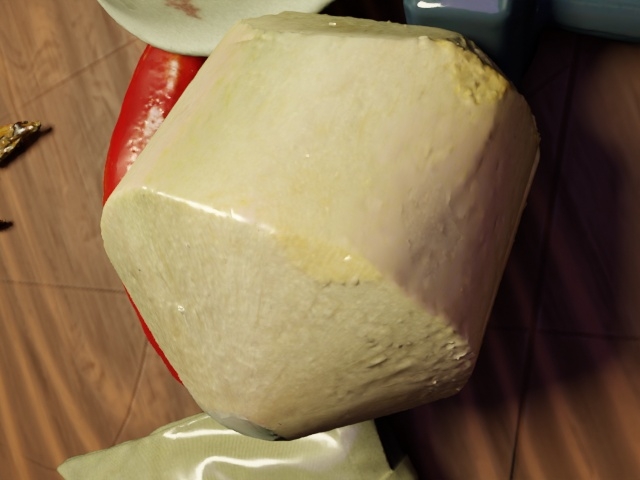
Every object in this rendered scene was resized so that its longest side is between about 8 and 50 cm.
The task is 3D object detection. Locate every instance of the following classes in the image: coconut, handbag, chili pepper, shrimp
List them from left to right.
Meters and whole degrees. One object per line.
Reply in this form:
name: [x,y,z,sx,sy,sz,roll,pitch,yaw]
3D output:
shrimp: [-0.292,-0.062,0.712,0.127,0.025,0.091,-30,81,21]
chili pepper: [-0.101,-0.022,0.616,0.136,0.092,0.369,-11,90,4]
handbag: [-0.026,0.268,0.567,0.253,0.109,0.316,-22,85,9]
coconut: [0.000,0.000,0.472,0.239,0.239,0.244,17,63,18]

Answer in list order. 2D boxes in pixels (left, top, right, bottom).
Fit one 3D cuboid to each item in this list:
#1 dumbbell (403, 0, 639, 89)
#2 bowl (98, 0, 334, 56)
dumbbell: [0.213,-0.144,0.474,0.316,0.156,0.144,12,64,18]
bowl: [-0.121,-0.345,0.472,0.434,0.196,0.435,1,92,39]
